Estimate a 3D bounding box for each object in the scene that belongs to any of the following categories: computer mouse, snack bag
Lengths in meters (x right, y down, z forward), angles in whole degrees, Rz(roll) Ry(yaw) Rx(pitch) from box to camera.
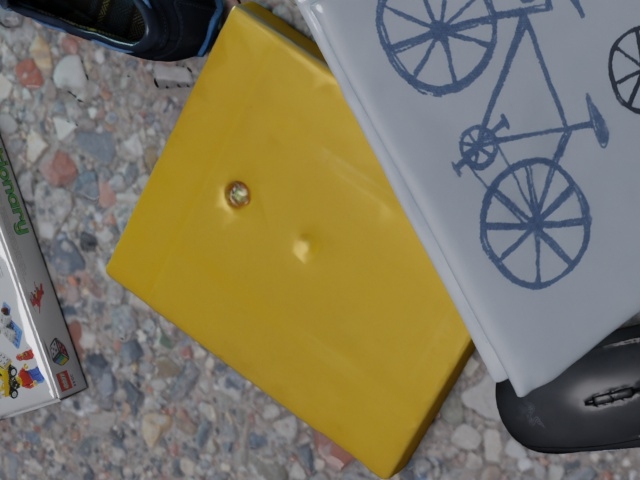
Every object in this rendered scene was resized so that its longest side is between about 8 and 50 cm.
[{"bbox_3d":[0.241,0.079,1.456,0.262,0.060,0.184,-9,97,29],"label":"computer mouse"},{"bbox_3d":[0.191,-0.115,1.290,0.323,0.342,0.037,60,164,-16],"label":"snack bag"}]

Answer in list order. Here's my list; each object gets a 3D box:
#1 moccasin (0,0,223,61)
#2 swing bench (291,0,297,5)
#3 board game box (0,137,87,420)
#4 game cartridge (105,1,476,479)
[{"bbox_3d":[-0.243,-0.259,1.613,0.342,0.117,0.137,23,110,22],"label":"moccasin"},{"bbox_3d":[0.040,-0.281,1.370,0.253,0.165,0.254,32,158,43],"label":"swing bench"},{"bbox_3d":[-0.357,0.027,1.768,0.193,0.053,0.305,-18,91,29],"label":"board game box"},{"bbox_3d":[0.000,0.000,1.580,0.324,0.053,0.285,35,114,15],"label":"game cartridge"}]
